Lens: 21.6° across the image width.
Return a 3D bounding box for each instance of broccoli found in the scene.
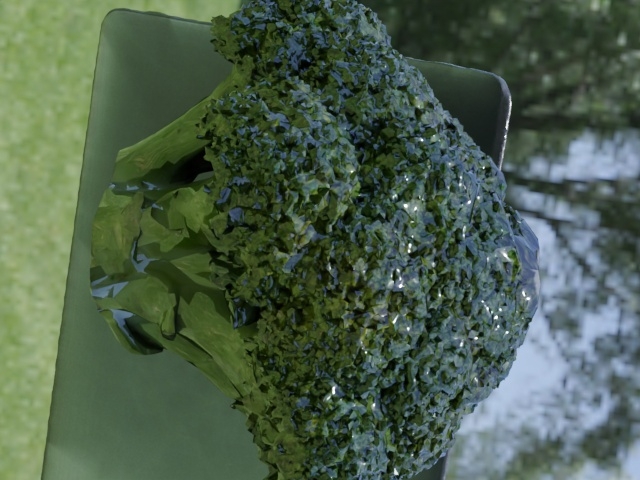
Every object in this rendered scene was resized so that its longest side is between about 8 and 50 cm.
[{"bbox_3d":[0.000,0.000,0.526,0.146,0.138,0.162,-59,151,-74],"label":"broccoli"}]

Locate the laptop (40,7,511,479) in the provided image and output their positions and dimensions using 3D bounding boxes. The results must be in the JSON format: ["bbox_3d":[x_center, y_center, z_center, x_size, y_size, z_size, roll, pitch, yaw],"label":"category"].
[{"bbox_3d":[-0.026,0.042,0.756,0.015,0.188,0.269,-31,131,-75],"label":"laptop"}]
